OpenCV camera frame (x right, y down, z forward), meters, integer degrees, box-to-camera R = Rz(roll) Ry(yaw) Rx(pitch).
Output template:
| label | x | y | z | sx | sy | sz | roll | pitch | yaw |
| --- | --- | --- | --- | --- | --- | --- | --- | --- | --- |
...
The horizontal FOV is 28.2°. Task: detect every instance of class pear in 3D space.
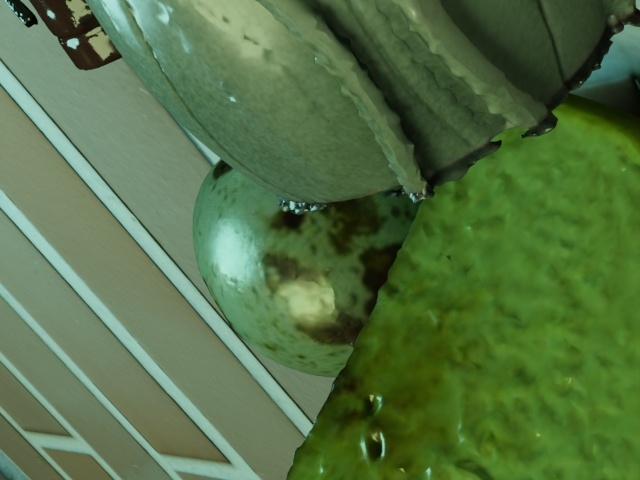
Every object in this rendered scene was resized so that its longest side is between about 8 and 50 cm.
| label | x | y | z | sx | sy | sz | roll | pitch | yaw |
| --- | --- | --- | --- | --- | --- | --- | --- | --- | --- |
| pear | 0.150 | 0.124 | 0.726 | 0.239 | 0.342 | 0.318 | 23 | 174 | 34 |

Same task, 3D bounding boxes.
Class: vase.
| label | x | y | z | sx | sy | sz | roll | pitch | yaw |
| --- | --- | --- | --- | --- | --- | --- | --- | --- | --- |
| vase | -0.052 | -0.240 | 0.516 | 0.250 | 0.250 | 0.445 | 0 | 129 | 51 |

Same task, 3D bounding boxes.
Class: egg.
| label | x | y | z | sx | sy | sz | roll | pitch | yaw |
| --- | --- | --- | --- | --- | --- | --- | --- | --- | --- |
| egg | 0.000 | 0.000 | 0.852 | 0.231 | 0.169 | 0.169 | 27 | 152 | 49 |

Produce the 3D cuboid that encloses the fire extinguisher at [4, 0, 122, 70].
| label | x | y | z | sx | sy | sz | roll | pitch | yaw |
| --- | --- | --- | --- | --- | --- | --- | --- | --- | --- |
| fire extinguisher | -0.216 | -0.260 | 0.784 | 0.105 | 0.141 | 0.341 | -19 | 122 | 28 |
